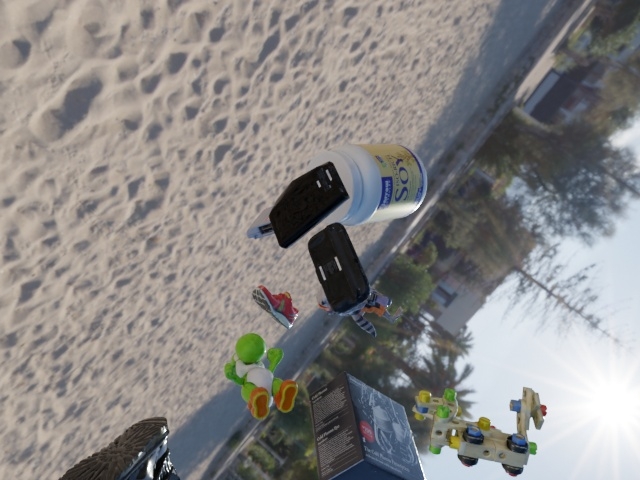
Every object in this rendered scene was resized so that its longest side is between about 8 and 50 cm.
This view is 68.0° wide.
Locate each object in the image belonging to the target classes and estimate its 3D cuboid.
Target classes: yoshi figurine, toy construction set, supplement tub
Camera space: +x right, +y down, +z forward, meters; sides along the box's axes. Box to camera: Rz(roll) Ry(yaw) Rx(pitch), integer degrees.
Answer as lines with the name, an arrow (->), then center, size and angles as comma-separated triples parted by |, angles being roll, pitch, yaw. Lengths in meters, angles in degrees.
yoshi figurine -> -0.220, 0.435, 1.626 | 0.203, 0.204, 0.362 | -46, -151, -11
toy construction set -> 0.397, 0.455, 1.167 | 0.215, 0.327, 0.151 | -52, 136, -79
supplement tub -> 0.138, -0.171, 1.436 | 0.331, 0.241, 0.241 | -12, 144, -43

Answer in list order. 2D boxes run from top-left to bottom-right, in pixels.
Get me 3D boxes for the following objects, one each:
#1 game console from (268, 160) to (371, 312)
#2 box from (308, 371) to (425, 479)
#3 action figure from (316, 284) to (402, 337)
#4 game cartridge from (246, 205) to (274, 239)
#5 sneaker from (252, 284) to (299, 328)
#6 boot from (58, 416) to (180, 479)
game console -> 0.000, 0.000, 1.096 | 0.213, 0.362, 0.043 | -38, 148, 27
box -> 0.150, 0.661, 1.561 | 0.179, 0.343, 0.313 | -40, -147, 19
action figure -> 0.127, 0.229, 1.633 | 0.341, 0.330, 0.179 | 22, -91, 55
game cartridge -> -0.108, -0.098, 1.696 | 0.294, 0.060, 0.196 | -17, -162, 21
sneaker -> -0.179, 0.250, 1.951 | 0.118, 0.107, 0.279 | -53, 138, -18
boot -> -0.423, 0.587, 1.047 | 0.348, 0.131, 0.261 | -23, 106, -68
